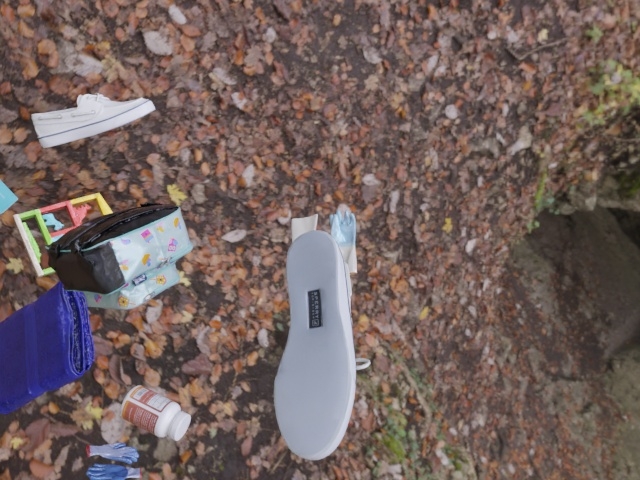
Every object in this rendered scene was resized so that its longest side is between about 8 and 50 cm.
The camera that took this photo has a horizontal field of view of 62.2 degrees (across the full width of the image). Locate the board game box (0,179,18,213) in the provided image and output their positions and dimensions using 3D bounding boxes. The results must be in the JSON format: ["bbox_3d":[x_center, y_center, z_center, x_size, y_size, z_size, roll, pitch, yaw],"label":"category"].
[{"bbox_3d":[-0.979,-0.173,1.318,0.336,0.253,0.079,58,23,-28],"label":"board game box"}]

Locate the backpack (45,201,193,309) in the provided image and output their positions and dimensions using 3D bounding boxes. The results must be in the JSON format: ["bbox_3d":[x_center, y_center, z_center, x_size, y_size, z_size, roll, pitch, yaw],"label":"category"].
[{"bbox_3d":[-0.297,0.020,0.832,0.188,0.165,0.145,-44,119,-44],"label":"backpack"}]

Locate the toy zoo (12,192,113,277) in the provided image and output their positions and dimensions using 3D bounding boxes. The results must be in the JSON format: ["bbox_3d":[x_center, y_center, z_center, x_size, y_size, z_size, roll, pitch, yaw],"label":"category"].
[{"bbox_3d":[-0.728,-0.027,1.589,0.293,0.030,0.192,-23,89,-36],"label":"toy zoo"}]

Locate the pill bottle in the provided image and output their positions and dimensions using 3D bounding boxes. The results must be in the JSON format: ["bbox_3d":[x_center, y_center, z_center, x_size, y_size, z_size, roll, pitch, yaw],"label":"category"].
[{"bbox_3d":[-0.555,0.588,1.794,0.121,0.216,0.121,21,90,-76],"label":"pill bottle"}]

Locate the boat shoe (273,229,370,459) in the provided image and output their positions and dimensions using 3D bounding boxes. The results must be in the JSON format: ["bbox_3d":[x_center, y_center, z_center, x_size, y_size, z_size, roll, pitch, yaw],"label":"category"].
[{"bbox_3d":[0.007,0.177,0.905,0.156,0.135,0.367,47,36,-58],"label":"boat shoe"}]

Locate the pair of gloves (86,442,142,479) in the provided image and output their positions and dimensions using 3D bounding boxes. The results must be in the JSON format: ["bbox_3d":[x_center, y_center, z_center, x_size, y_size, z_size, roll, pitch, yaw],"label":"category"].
[{"bbox_3d":[-0.615,0.665,1.578,0.159,0.198,0.023,14,99,-28],"label":"pair of gloves"}]

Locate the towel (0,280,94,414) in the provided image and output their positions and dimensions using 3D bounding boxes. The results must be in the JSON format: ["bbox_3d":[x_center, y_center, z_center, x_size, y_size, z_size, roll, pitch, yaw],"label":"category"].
[{"bbox_3d":[-0.641,0.248,1.219,0.076,0.308,0.228,22,46,-55],"label":"towel"}]

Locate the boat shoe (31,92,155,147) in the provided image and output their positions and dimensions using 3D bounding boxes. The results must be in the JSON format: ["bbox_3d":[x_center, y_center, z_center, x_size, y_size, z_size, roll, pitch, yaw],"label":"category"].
[{"bbox_3d":[-0.487,-0.271,1.129,0.258,0.095,0.084,-18,111,-2],"label":"boat shoe"}]

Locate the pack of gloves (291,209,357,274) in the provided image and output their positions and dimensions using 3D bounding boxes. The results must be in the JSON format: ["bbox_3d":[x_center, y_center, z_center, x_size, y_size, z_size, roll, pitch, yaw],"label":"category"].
[{"bbox_3d":[0.000,0.000,1.469,0.046,0.195,0.232,67,19,-48],"label":"pack of gloves"}]
